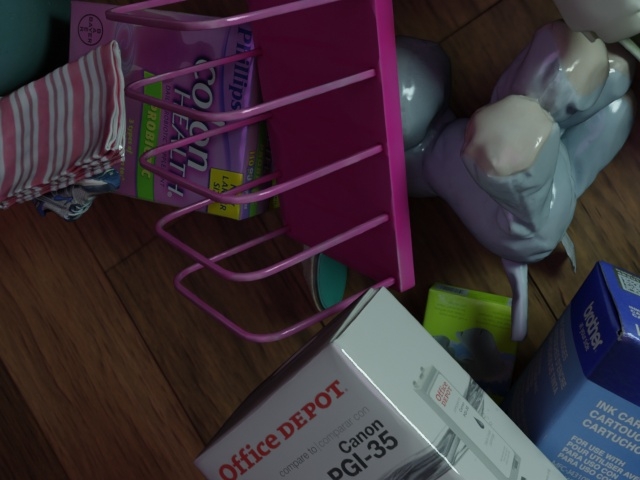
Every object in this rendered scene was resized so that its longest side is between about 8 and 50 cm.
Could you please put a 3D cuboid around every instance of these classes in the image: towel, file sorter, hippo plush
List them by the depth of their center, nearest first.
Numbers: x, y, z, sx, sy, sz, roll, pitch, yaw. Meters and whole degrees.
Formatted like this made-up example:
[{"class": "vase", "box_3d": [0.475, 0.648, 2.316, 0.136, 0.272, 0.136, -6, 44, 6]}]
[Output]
[{"class": "file sorter", "box_3d": [-0.056, -0.082, 0.693, 0.202, 0.182, 0.290, 26, 131, 49]}, {"class": "hippo plush", "box_3d": [0.155, -0.108, 0.755, 0.237, 0.234, 0.294, 28, 153, 33]}, {"class": "towel", "box_3d": [-0.296, -0.127, 0.838, 0.197, 0.029, 0.144, -17, 68, 24]}]

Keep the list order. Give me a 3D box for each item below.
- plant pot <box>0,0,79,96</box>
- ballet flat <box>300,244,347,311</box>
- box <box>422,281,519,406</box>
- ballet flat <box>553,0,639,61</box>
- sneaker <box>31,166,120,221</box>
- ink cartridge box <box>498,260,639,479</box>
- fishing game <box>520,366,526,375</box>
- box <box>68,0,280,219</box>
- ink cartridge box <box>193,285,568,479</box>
[{"class": "plant pot", "box_3d": [-0.438, -0.280, 0.896, 0.272, 0.255, 0.271, 4, 103, 20]}, {"class": "ballet flat", "box_3d": [0.000, 0.000, 0.897, 0.052, 0.057, 0.168, 10, 102, 48]}, {"class": "box", "box_3d": [0.162, 0.145, 0.857, 0.109, 0.042, 0.178, 11, 104, 17]}, {"class": "ballet flat", "box_3d": [0.258, -0.189, 0.579, 0.139, 0.400, 0.139, -27, 53, 42]}, {"class": "sneaker", "box_3d": [-0.279, -0.053, 0.869, 0.135, 0.052, 0.058, -1, 110, 30]}, {"class": "ink cartridge box", "box_3d": [0.309, 0.204, 0.701, 0.270, 0.151, 0.395, 26, 115, 0]}, {"class": "fishing game", "box_3d": [0.300, 0.181, 0.793, 0.264, 0.041, 0.189, -29, 98, 16]}, {"class": "box", "box_3d": [-0.164, -0.155, 0.887, 0.243, 0.117, 0.213, 13, 105, 19]}, {"class": "ink cartridge box", "box_3d": [0.062, 0.213, 0.636, 0.283, 0.117, 0.207, 47, 121, 2]}]
